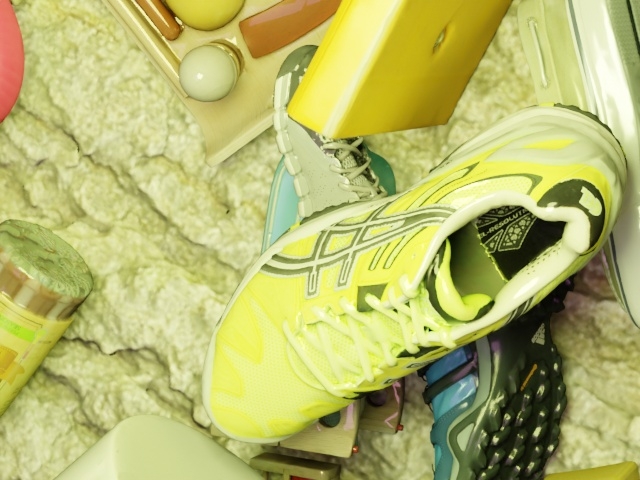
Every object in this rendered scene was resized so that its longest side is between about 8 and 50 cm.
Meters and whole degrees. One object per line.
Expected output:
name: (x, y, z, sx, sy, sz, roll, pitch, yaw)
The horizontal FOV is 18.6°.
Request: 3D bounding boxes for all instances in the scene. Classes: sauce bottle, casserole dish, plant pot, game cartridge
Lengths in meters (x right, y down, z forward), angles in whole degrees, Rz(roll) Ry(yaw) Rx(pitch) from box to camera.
sauce bottle: (-0.342, 0.140, 1.792, 0.111, 0.111, 0.344, 41, 108, 13)
casserole dish: (0.000, 0.000, 1.685, 0.114, 0.037, 0.188, 12, 99, 19)
plant pot: (0.220, 0.233, 1.598, 0.081, 0.083, 0.081, -12, 91, 21)
game cartridge: (0.108, -0.232, 1.486, 0.053, 0.285, 0.323, 30, 105, 16)

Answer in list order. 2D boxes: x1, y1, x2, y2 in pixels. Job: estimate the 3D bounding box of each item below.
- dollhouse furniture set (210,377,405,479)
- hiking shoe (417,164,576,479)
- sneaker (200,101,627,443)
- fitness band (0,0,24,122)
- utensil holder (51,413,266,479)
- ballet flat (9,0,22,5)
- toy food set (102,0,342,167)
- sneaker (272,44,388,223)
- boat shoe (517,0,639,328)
dollhouse furniture set: (-0.012, 0.191, 1.658, 0.129, 0.129, 0.183, 7, 97, 20)
hiking shoe: (0.130, 0.098, 1.624, 0.132, 0.113, 0.304, 22, 107, 45)
sneaker: (0.054, 0.033, 1.465, 0.385, 0.147, 0.145, -37, 100, 19)
fitness band: (-0.392, -0.179, 1.779, 0.291, 0.054, 0.209, -6, 98, 34)
utensil holder: (-0.182, 0.373, 1.530, 0.385, 0.327, 0.327, -43, 80, 14)
ballet flat: (-0.259, -0.336, 1.733, 0.086, 0.086, 0.248, -6, 92, 22)
toy food set: (-0.104, -0.241, 1.640, 0.220, 0.092, 0.306, -35, 99, 21)
sneaker: (0.040, -0.047, 1.583, 0.132, 0.086, 0.228, 4, 107, 44)
boat shoe: (0.234, -0.069, 1.565, 0.094, 0.109, 0.302, -15, 82, 38)
